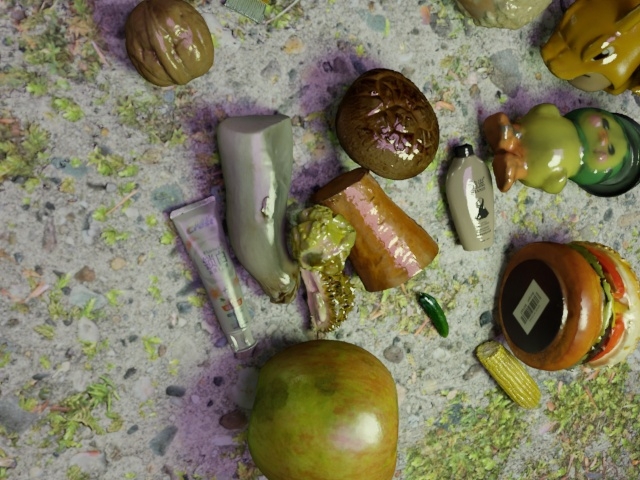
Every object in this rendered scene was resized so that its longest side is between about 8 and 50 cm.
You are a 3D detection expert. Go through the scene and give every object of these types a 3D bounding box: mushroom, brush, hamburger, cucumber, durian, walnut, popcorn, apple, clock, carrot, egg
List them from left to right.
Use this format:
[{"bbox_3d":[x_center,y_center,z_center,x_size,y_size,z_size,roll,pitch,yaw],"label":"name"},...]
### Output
[{"bbox_3d":[-0.274,-0.359,1.215,0.166,0.149,0.167,-3,129,-3],"label":"walnut"},{"bbox_3d":[-0.118,-0.539,1.323,0.083,0.011,0.205,20,91,-27],"label":"brush"},{"bbox_3d":[-0.113,-0.052,1.367,0.177,0.126,0.398,-15,111,-46],"label":"mushroom"},{"bbox_3d":[0.000,0.000,1.353,0.125,0.126,0.145,-30,142,-41],"label":"popcorn"},{"bbox_3d":[0.005,0.379,1.408,0.339,0.339,0.340,-6,103,-25],"label":"apple"},{"bbox_3d":[0.020,0.107,1.475,0.140,0.078,0.224,-37,124,-21],"label":"durian"},{"bbox_3d":[0.114,-0.034,1.466,0.196,0.196,0.254,-38,105,-14],"label":"carrot"},{"bbox_3d":[0.145,-0.243,1.407,0.253,0.153,0.253,15,61,-29],"label":"mushroom"},{"bbox_3d":[0.284,0.179,1.659,0.039,0.039,0.168,-40,117,-13],"label":"cucumber"},{"bbox_3d":[0.394,-0.601,1.427,0.279,0.279,0.311,10,84,-28],"label":"egg"},{"bbox_3d":[0.619,0.158,1.663,0.249,0.330,0.330,5,99,-23],"label":"hamburger"},{"bbox_3d":[0.723,-0.216,1.693,0.041,0.214,0.215,-19,109,-36],"label":"clock"}]

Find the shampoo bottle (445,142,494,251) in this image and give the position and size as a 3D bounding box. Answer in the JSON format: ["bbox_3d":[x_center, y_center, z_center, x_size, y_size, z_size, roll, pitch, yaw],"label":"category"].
[{"bbox_3d":[0.361,-0.106,1.613,0.127,0.078,0.257,-19,106,-18],"label":"shampoo bottle"}]

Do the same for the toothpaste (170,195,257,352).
[{"bbox_3d":[-0.209,0.074,1.384,0.100,0.066,0.323,-24,105,-20],"label":"toothpaste"}]

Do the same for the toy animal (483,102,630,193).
[{"bbox_3d":[0.563,-0.217,1.616,0.337,0.191,0.216,-7,83,-7],"label":"toy animal"}]

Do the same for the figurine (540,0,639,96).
[{"bbox_3d":[0.748,-0.502,1.616,0.386,0.268,0.401,3,111,-40],"label":"figurine"}]

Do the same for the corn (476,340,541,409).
[{"bbox_3d":[0.504,0.357,1.781,0.081,0.081,0.248,-47,116,-10],"label":"corn"}]
